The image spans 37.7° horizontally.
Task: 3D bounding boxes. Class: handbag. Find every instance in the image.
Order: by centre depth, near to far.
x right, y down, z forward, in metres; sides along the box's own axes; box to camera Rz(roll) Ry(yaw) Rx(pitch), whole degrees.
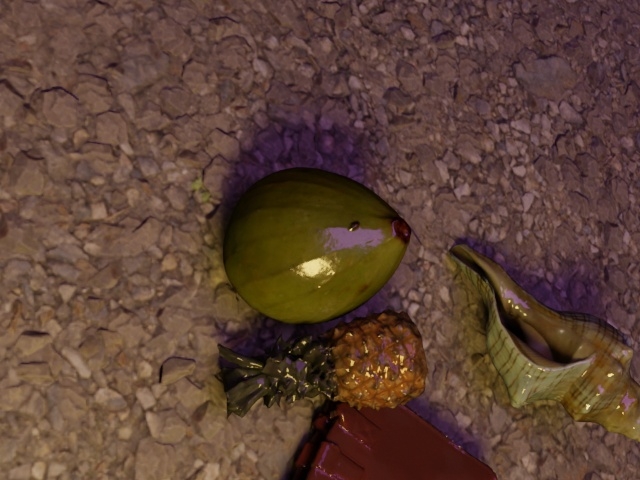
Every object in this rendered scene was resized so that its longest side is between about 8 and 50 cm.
[{"bbox_3d":[0.086,0.345,1.207,0.276,0.084,0.260,36,58,-17],"label":"handbag"}]

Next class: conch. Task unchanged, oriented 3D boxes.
[{"bbox_3d":[0.324,0.170,1.378,0.386,0.169,0.203,31,30,16],"label":"conch"}]

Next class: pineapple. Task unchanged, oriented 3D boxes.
[{"bbox_3d":[0.000,0.158,1.146,0.248,0.128,0.128,-7,80,-8],"label":"pineapple"}]

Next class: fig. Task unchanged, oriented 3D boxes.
[{"bbox_3d":[0.000,0.000,1.170,0.203,0.225,0.202,27,56,-49],"label":"fig"}]
